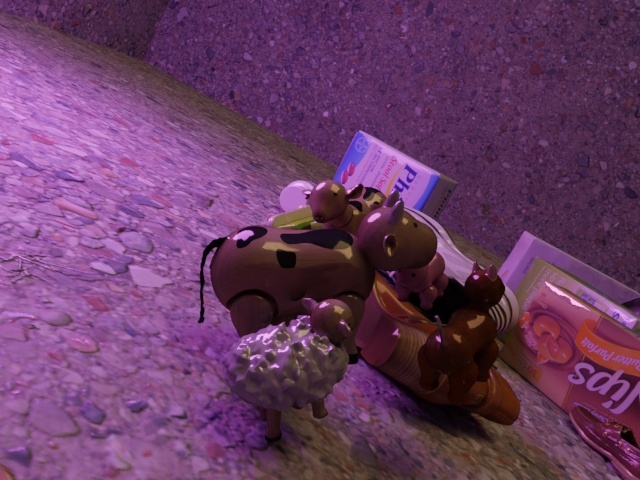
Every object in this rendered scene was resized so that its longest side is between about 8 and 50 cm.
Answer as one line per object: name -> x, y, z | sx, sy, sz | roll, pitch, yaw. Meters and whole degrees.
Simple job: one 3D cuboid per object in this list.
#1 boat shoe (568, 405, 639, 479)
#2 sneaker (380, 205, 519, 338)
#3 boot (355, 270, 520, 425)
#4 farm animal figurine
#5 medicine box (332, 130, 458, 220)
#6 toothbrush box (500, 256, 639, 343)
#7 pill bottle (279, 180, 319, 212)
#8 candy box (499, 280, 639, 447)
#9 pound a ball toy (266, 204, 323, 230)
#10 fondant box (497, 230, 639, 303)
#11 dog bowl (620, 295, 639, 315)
boat shoe -> 0.471, 0.318, 0.879 | 0.064, 0.060, 0.178 | 23, 13, -23
sneaker -> 0.195, 0.040, 1.147 | 0.447, 0.169, 0.257 | 37, 13, 25
boot -> 0.140, 0.139, 0.783 | 0.220, 0.109, 0.283 | 30, 3, -21
farm animal figurine -> 0.028, 0.021, 0.599 | 0.326, 0.172, 0.330 | -8, 26, -20
medicine box -> 0.184, -0.120, 1.555 | 0.289, 0.264, 0.149 | 35, 14, 31
toothbrush box -> 0.535, 0.195, 1.185 | 0.122, 0.206, 0.283 | 21, 15, -29
pill bottle -> -0.040, -0.101, 1.379 | 0.094, 0.094, 0.169 | 31, 13, 13
candy box -> 0.501, 0.233, 1.007 | 0.087, 0.183, 0.316 | 17, 17, -39
pound a ball toy -> 0.000, 0.000, 1.023 | 0.208, 0.136, 0.319 | -9, 5, 21
fondant box -> 0.614, 0.161, 1.427 | 0.330, 0.238, 0.096 | 28, 13, 0
dog bowl -> 0.751, 0.262, 1.149 | 0.349, 0.102, 0.349 | 62, -10, 19
